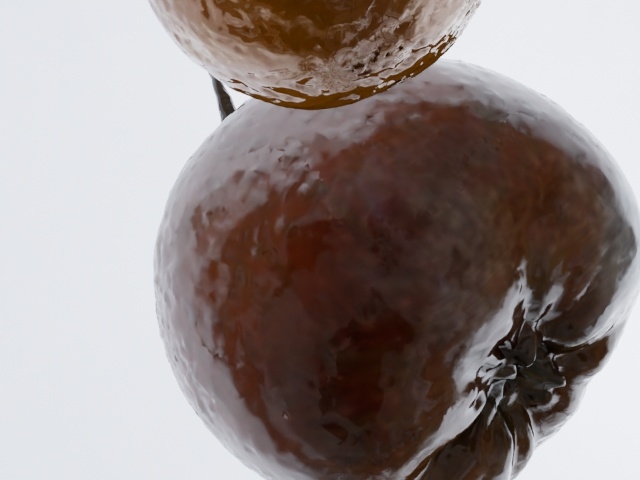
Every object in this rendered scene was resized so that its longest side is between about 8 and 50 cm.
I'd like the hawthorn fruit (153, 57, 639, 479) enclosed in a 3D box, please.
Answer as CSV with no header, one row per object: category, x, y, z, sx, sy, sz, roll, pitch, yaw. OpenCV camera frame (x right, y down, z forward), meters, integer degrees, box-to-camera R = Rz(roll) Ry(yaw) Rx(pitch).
hawthorn fruit,0.025,0.028,0.715,0.235,0.263,0.231,-53,-57,-38

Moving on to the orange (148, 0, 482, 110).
orange,-0.001,-0.105,0.426,0.117,0.135,0.135,8,-88,10
